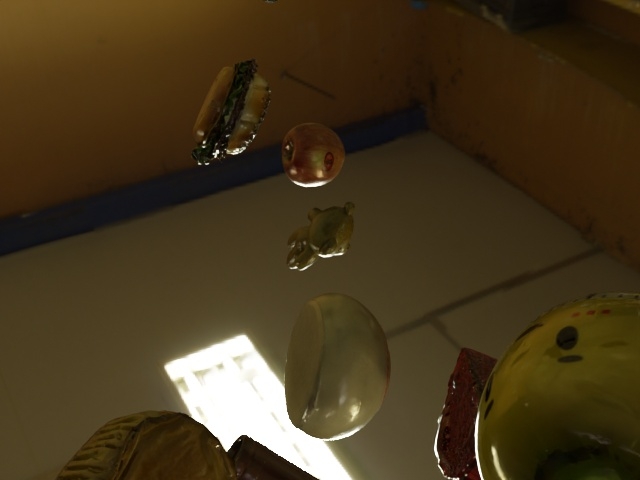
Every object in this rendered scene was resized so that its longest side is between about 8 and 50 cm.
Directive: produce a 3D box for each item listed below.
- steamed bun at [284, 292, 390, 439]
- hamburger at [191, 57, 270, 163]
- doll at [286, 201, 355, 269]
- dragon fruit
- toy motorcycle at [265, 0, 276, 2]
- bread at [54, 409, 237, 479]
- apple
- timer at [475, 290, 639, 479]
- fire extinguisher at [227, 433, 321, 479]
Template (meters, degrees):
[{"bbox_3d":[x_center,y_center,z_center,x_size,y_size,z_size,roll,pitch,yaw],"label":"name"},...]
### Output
[{"bbox_3d":[0.036,0.203,1.266,0.145,0.231,0.231,10,-145,-15],"label":"steamed bun"},{"bbox_3d":[-0.144,-0.205,1.288,0.093,0.189,0.164,26,-167,-16],"label":"hamburger"},{"bbox_3d":[0.000,0.000,1.601,0.097,0.209,0.137,30,-116,-20],"label":"doll"},{"bbox_3d":[0.260,0.277,1.171,0.189,0.162,0.261,-8,-165,7],"label":"dragon fruit"},{"bbox_3d":[-0.039,-0.331,0.874,0.204,0.108,0.239,-5,-142,-1],"label":"toy motorcycle"},{"bbox_3d":[-0.236,0.360,1.052,0.143,0.227,0.253,-11,-144,41],"label":"bread"},{"bbox_3d":[-0.016,-0.190,1.755,0.131,0.146,0.146,5,-147,-27],"label":"apple"},{"bbox_3d":[0.249,0.192,0.672,0.285,0.285,0.285,-1,-142,1],"label":"timer"},{"bbox_3d":[-0.036,0.502,1.486,0.344,0.138,0.102,35,-150,-10],"label":"fire extinguisher"}]
